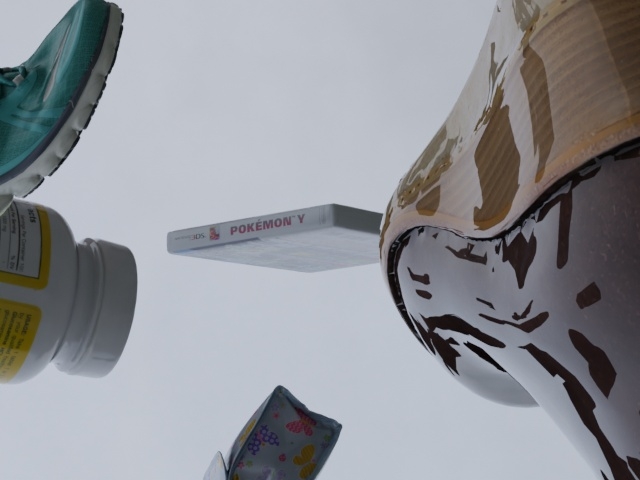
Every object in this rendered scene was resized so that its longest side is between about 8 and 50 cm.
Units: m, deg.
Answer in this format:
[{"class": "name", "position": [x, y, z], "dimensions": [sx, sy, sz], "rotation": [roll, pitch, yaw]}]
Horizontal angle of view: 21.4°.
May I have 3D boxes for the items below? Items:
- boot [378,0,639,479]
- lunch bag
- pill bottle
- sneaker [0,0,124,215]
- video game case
[{"class": "boot", "position": [0.087, 0.056, 0.454], "dimensions": [0.248, 0.090, 0.207], "rotation": [89, 165, -63]}, {"class": "lunch bag", "position": [-0.033, 0.127, 0.893], "dimensions": [0.053, 0.071, 0.083], "rotation": [31, -114, 0]}, {"class": "pill bottle", "position": [-0.360, 0.040, 1.675], "dimensions": [0.334, 0.188, 0.188], "rotation": [14, -124, -26]}, {"class": "sneaker", "position": [-0.248, -0.076, 1.204], "dimensions": [0.110, 0.275, 0.107], "rotation": [43, -168, -24]}, {"class": "video game case", "position": [0.000, 0.000, 1.473], "dimensions": [0.201, 0.183, 0.023], "rotation": [9, -104, -52]}]
